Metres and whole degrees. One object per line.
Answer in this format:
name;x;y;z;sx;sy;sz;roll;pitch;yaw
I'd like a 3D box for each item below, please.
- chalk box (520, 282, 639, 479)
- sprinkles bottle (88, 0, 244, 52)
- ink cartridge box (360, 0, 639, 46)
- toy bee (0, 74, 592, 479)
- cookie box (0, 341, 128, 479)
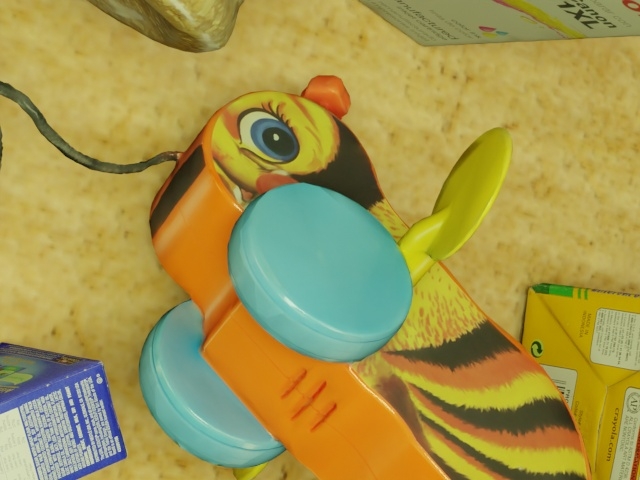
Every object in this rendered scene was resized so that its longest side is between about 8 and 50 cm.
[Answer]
chalk box;0.211;0.102;0.823;0.213;0.132;0.132;9;90;-35
sprinkles bottle;0.015;-0.239;0.597;0.121;0.121;0.355;38;82;-31
ink cartridge box;0.066;-0.140;0.675;0.127;0.175;0.072;31;77;-32
toy bee;0.000;0.000;0.654;0.298;0.195;0.162;57;39;-13
cookie box;-0.138;0.075;0.603;0.107;0.092;0.040;-21;102;-31
